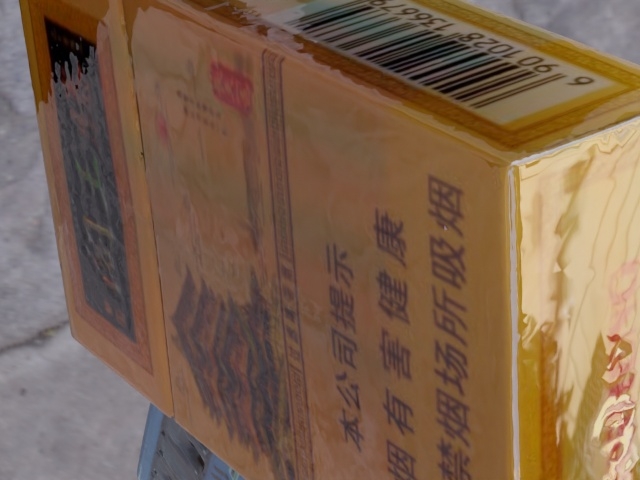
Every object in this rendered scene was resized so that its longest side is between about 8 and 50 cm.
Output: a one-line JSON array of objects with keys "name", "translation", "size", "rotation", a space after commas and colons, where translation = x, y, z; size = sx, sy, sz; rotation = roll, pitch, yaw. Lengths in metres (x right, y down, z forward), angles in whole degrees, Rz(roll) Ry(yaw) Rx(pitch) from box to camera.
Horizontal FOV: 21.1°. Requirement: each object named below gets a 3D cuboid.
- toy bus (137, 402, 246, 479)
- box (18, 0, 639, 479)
[{"name": "toy bus", "translation": [-0.016, 0.093, 0.851], "size": [0.113, 0.246, 0.134], "rotation": [-35, 75, -23]}, {"name": "box", "translation": [0.000, 0.000, 0.568], "size": [0.076, 0.274, 0.174], "rotation": [-20, 122, -30]}]
